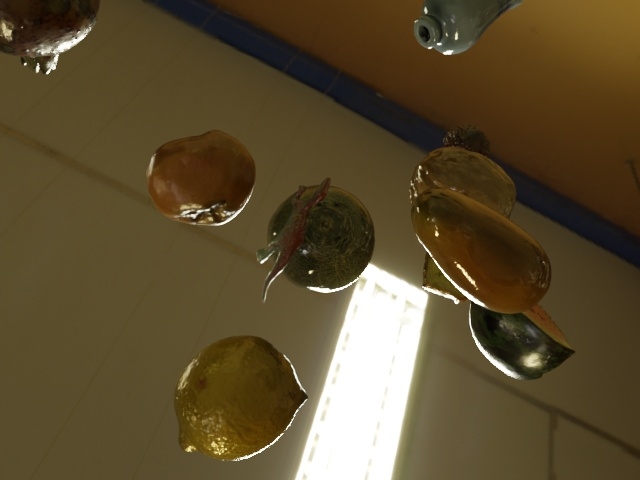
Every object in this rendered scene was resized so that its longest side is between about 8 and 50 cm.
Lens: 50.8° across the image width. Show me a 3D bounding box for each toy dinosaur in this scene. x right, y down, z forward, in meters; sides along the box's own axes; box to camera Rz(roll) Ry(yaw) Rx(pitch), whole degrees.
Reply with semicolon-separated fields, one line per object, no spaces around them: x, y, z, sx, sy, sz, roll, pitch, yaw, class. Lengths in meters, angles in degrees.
-0.059;0.001;1.291;0.053;0.167;0.242;33;-120;-24;toy dinosaur

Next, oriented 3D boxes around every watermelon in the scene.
0.324;0.170;1.159;0.193;0.145;0.137;45;-155;27;watermelon

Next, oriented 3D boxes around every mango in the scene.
0.151;0.008;0.655;0.184;0.085;0.102;30;-156;-28;mango

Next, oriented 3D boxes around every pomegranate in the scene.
-0.576;-0.462;1.341;0.285;0.340;0.285;5;-119;-8;pomegranate

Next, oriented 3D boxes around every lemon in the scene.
-0.166;0.305;1.302;0.253;0.228;0.228;-29;-111;-30;lemon

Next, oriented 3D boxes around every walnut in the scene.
0.214;-0.069;1.021;0.166;0.166;0.149;39;-104;8;walnut

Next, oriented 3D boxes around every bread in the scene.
0.244;0.021;1.230;0.103;0.065;0.187;10;-105;5;bread

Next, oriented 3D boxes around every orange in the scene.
-0.271;-0.135;1.522;0.249;0.249;0.183;-3;-125;-28;orange

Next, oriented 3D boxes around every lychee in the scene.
0.383;-0.244;1.764;0.123;0.123;0.129;-5;-142;-30;lychee

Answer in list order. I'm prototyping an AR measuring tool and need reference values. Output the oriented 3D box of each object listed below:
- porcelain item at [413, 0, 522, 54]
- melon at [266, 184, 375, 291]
0.307;-0.479;1.394;0.259;0.141;0.141;-33;-109;-20;porcelain item
0.000;0.000;1.558;0.249;0.329;0.248;1;-99;-4;melon
